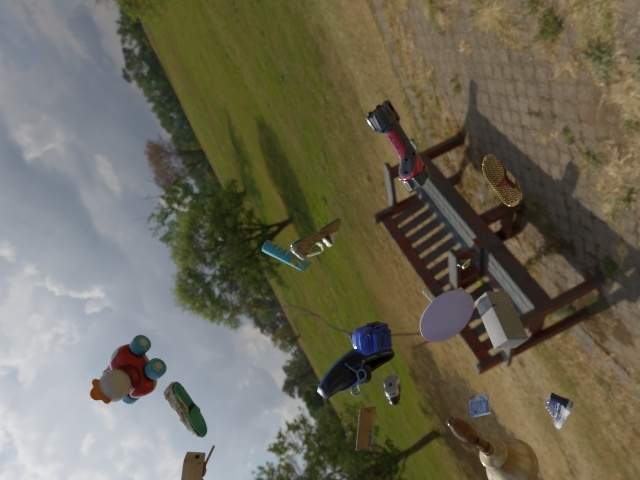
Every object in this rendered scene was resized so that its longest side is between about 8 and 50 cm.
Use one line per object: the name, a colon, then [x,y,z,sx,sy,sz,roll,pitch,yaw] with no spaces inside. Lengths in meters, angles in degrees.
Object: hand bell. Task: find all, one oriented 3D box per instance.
hand bell: [0.350,0.444,1.023,0.242,0.126,0.126,39,-174,-25]

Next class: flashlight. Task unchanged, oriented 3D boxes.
flashlight: [0.262,-0.315,1.612,0.304,0.103,0.103,50,-137,-24]

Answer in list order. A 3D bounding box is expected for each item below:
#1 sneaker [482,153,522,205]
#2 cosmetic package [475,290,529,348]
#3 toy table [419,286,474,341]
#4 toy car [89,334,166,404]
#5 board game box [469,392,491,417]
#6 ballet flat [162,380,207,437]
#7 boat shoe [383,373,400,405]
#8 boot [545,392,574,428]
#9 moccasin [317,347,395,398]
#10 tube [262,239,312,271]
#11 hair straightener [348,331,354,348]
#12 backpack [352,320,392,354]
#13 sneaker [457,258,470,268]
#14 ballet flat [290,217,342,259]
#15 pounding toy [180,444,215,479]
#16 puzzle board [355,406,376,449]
sneaker: [0.591,-0.200,1.537,0.084,0.069,0.186,-29,-89,-51]
cosmetic package: [0.797,0.351,2.088,0.107,0.127,0.238,116,146,-45]
toy table: [0.563,0.325,2.145,0.252,0.274,0.161,55,-171,2]
toy car: [-0.728,0.491,1.698,0.210,0.219,0.238,52,-157,12]
board game box: [0.709,0.735,2.106,0.020,0.090,0.090,41,-143,-28]
ballet flat: [-0.512,0.640,1.783,0.241,0.077,0.091,62,-159,-3]
boat shoe: [0.206,0.424,1.349,0.142,0.049,0.040,-27,-78,-78]
boot: [0.924,0.662,1.853,0.086,0.069,0.190,25,141,29]
moccasin: [0.139,0.448,1.669,0.116,0.342,0.138,38,141,27]
tube: [-0.140,0.065,1.942,0.207,0.080,0.052,26,129,12]
hair straightener: [0.171,0.533,2.169,0.047,0.089,0.231,-22,77,44]
backpack: [0.172,0.326,1.574,0.101,0.120,0.098,-7,92,65]
sneaker: [0.541,0.082,1.782,0.035,0.031,0.083,25,-158,25]
ballet flat: [0.000,0.000,1.429,0.067,0.206,0.073,55,149,7]
pounding toy: [-0.446,0.828,1.720,0.141,0.100,0.130,139,137,-78]
puzzle board: [0.148,0.611,1.545,0.096,0.011,0.128,20,-106,-51]
